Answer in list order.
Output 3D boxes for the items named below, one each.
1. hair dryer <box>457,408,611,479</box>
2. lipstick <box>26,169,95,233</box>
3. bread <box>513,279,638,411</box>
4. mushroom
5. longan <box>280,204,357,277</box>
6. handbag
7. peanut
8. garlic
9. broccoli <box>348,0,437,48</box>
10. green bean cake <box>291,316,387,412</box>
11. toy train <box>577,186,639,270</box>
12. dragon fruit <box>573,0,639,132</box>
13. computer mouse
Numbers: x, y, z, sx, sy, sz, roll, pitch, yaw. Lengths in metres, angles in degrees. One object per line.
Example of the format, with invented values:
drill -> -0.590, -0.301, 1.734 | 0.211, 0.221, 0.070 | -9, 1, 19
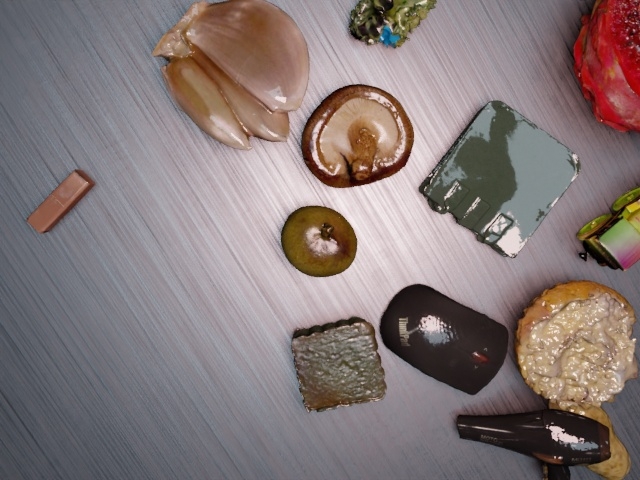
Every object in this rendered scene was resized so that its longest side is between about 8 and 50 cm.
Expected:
hair dryer -> 0.472, 0.507, 1.221 | 0.303, 0.120, 0.359 | -7, 118, 26
lipstick -> -0.535, -0.081, 1.160 | 0.045, 0.045, 0.145 | 45, 93, -4
bread -> 0.522, 0.209, 1.177 | 0.274, 0.149, 0.274 | -1, 98, -8
mushroom -> 0.070, -0.205, 1.135 | 0.231, 0.138, 0.194 | -6, 82, -12
longan -> 0.000, 0.000, 1.127 | 0.154, 0.176, 0.145 | 2, 81, -17
handbag -> 0.371, -0.124, 1.174 | 0.247, 0.079, 0.260 | 36, 94, -4
peanut -> 0.588, 0.422, 1.226 | 0.103, 0.098, 0.229 | -34, 93, -20
garlic -> -0.154, -0.334, 1.106 | 0.325, 0.132, 0.279 | 40, 94, -3
broccoli -> 0.136, -0.452, 1.092 | 0.167, 0.160, 0.154 | 16, 113, 15
green bean cake -> 0.037, 0.259, 1.190 | 0.181, 0.094, 0.173 | -14, 95, 0
toy train -> 0.667, -0.057, 1.152 | 0.296, 0.160, 0.100 | -41, 89, 2
dragon fruit -> 0.664, -0.343, 1.085 | 0.386, 0.249, 0.371 | 5, 80, -6
computer mouse -> 0.264, 0.208, 1.191 | 0.269, 0.100, 0.170 | 27, 96, -4
